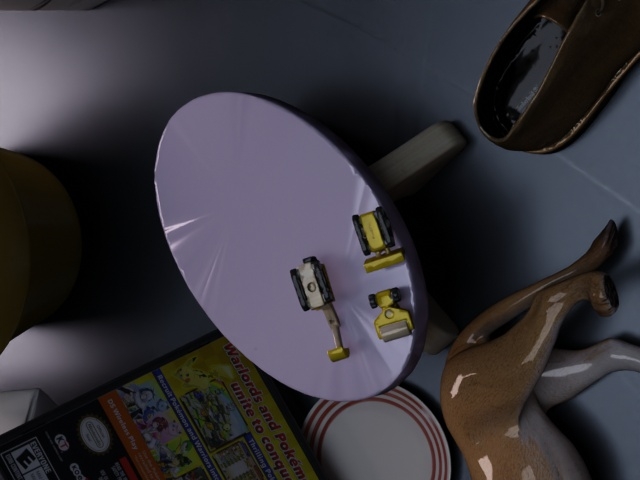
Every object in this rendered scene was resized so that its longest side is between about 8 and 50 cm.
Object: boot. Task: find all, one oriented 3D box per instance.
[{"bbox_3d":[0.220,-0.195,1.504,0.112,0.115,0.305,37,106,19],"label":"boot"}]

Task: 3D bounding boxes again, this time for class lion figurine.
[{"bbox_3d":[0.167,0.196,1.564,0.240,0.142,0.392,-15,74,32],"label":"lion figurine"}]

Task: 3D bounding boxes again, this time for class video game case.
[{"bbox_3d":[-0.107,0.236,1.615,0.275,0.248,0.035,60,154,9],"label":"video game case"}]

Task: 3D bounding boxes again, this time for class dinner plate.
[{"bbox_3d":[0.046,0.186,1.663,0.141,0.017,0.141,2,94,23],"label":"dinner plate"}]

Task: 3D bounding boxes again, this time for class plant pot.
[{"bbox_3d":[-0.332,0.009,1.695,0.254,0.239,0.254,2,94,24],"label":"plant pot"}]

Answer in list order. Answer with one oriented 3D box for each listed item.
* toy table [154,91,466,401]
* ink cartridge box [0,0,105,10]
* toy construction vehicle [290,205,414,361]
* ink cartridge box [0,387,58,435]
[{"bbox_3d":[0.000,0.000,1.591,0.252,0.161,0.274,-32,81,23],"label":"toy table"},{"bbox_3d":[-0.254,-0.279,1.649,0.092,0.218,0.158,-29,82,29],"label":"ink cartridge box"},{"bbox_3d":[0.028,0.033,1.478,0.086,0.035,0.098,-22,86,14],"label":"toy construction vehicle"},{"bbox_3d":[-0.317,0.245,1.715,0.233,0.171,0.168,-7,55,24],"label":"ink cartridge box"}]
